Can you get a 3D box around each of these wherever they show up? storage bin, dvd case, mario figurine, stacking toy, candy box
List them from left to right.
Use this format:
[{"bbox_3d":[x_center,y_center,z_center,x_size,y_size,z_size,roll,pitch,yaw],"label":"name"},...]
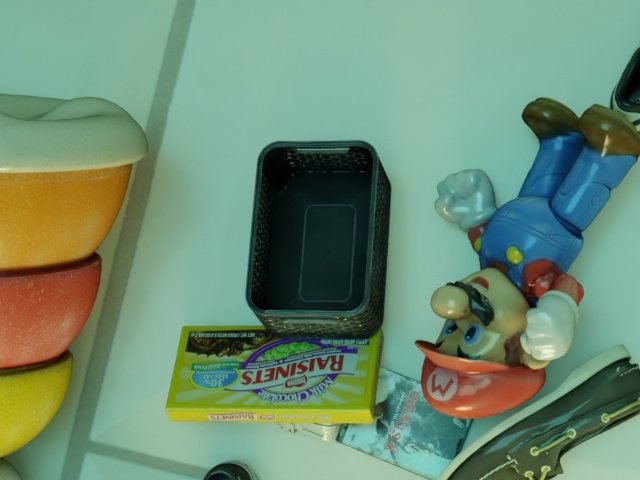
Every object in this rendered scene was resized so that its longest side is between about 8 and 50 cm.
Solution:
[{"bbox_3d":[-0.354,0.094,1.656,0.350,0.350,0.480,6,100,13],"label":"stacking toy"},{"bbox_3d":[-0.044,0.131,1.659,0.205,0.027,0.105,-1,52,12],"label":"candy box"},{"bbox_3d":[0.000,0.000,1.650,0.122,0.084,0.180,0,71,12],"label":"storage bin"},{"bbox_3d":[0.084,0.179,1.654,0.119,0.013,0.087,21,86,16],"label":"dvd case"},{"bbox_3d":[0.174,0.012,1.576,0.170,0.198,0.321,25,82,2],"label":"mario figurine"}]

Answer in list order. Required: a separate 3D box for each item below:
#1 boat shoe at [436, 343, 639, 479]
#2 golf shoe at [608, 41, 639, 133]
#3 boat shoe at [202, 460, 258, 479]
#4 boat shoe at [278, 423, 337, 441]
[{"bbox_3d":[0.212,0.189,1.590,0.227,0.081,0.069,-36,71,2],"label":"boat shoe"},{"bbox_3d":[0.343,-0.184,1.623,0.067,0.086,0.186,30,87,16],"label":"golf shoe"},{"bbox_3d":[-0.084,0.327,1.632,0.080,0.076,0.229,-3,80,12],"label":"boat shoe"},{"bbox_3d":[-0.029,0.175,1.668,0.100,0.035,0.035,15,110,21],"label":"boat shoe"}]
